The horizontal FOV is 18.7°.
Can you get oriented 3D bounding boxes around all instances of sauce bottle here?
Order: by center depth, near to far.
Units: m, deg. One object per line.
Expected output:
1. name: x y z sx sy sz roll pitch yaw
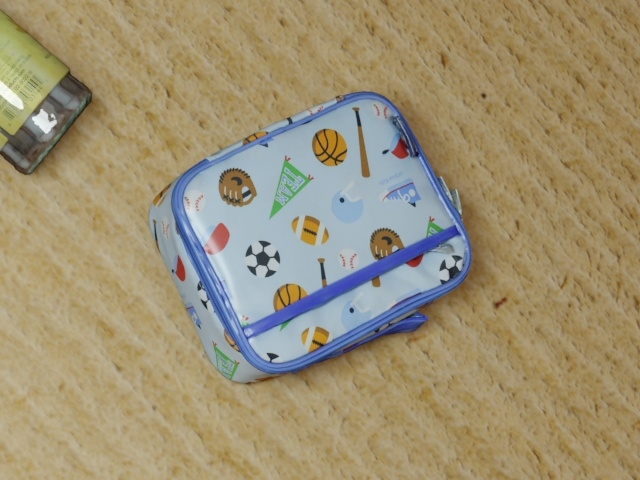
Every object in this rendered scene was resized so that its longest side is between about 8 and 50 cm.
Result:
1. sauce bottle: -0.373 -0.209 1.827 0.344 0.111 0.111 42 61 -7

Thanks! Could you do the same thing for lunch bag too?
1. lunch bag: 0.000 0.000 1.921 0.303 0.115 0.243 -25 86 -28
